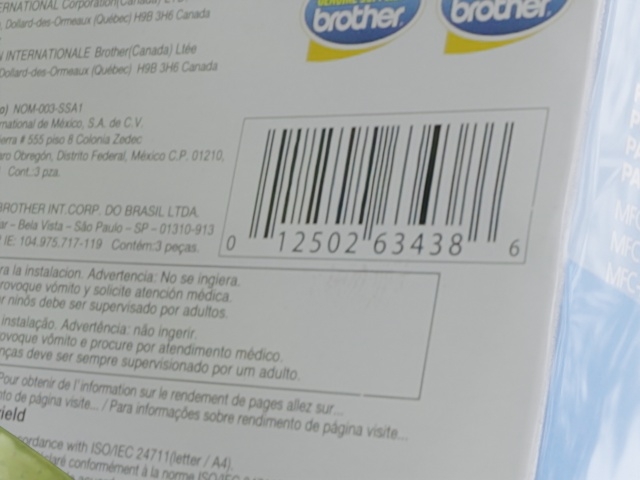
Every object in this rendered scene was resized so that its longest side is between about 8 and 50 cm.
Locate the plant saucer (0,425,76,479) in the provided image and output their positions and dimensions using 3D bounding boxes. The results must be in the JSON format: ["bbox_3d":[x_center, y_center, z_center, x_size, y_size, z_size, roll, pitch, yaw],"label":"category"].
[{"bbox_3d":[-0.104,0.062,0.377,0.037,0.241,0.241,-56,162,3],"label":"plant saucer"}]

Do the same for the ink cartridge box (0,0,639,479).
[{"bbox_3d":[0.000,0.000,0.591,0.151,0.270,0.395,23,73,-52],"label":"ink cartridge box"}]
